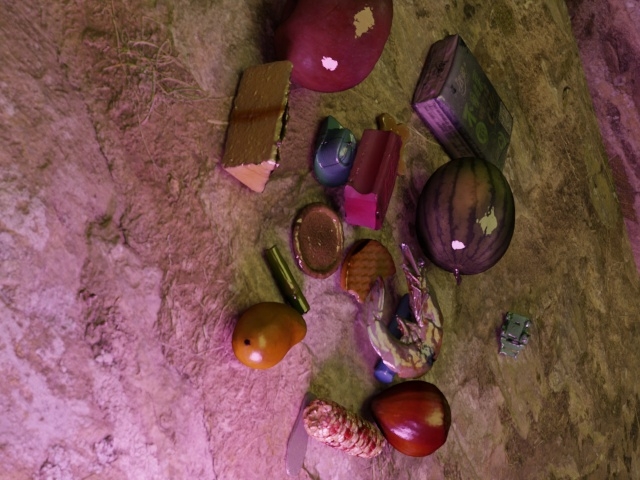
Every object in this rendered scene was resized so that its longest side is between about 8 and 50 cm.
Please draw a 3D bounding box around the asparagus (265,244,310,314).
[{"bbox_3d":[-0.078,0.091,1.636,0.179,0.041,0.045,63,20,-15],"label":"asparagus"}]

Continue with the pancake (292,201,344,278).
[{"bbox_3d":[-0.001,0.000,1.752,0.199,0.021,0.200,8,79,-49],"label":"pancake"}]

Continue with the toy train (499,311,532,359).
[{"bbox_3d":[0.646,0.312,2.404,0.149,0.099,0.081,-57,159,-46],"label":"toy train"}]

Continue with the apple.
[{"bbox_3d":[0.026,-0.496,1.676,0.234,0.305,0.306,22,65,-18],"label":"apple"}]

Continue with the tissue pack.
[{"bbox_3d":[0.462,-0.408,2.274,0.394,0.124,0.288,44,51,-35],"label":"tissue pack"}]

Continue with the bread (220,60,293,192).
[{"bbox_3d":[-0.129,-0.251,1.576,0.178,0.141,0.266,92,9,-67],"label":"bread"}]

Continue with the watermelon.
[{"bbox_3d":[0.406,-0.057,2.030,0.279,0.278,0.360,36,58,-40],"label":"watermelon"}]

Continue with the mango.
[{"bbox_3d":[-0.107,0.197,1.544,0.227,0.099,0.136,-14,90,-57],"label":"mango"}]

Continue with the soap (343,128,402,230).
[{"bbox_3d":[0.133,-0.173,1.834,0.162,0.099,0.250,71,32,-58],"label":"soap"}]

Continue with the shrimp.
[{"bbox_3d":[0.216,0.177,1.872,0.246,0.085,0.361,6,75,-32],"label":"shrimp"}]

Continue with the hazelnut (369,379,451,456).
[{"bbox_3d":[0.220,0.441,1.821,0.208,0.208,0.208,10,76,-48],"label":"hazelnut"}]

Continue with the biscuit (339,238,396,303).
[{"bbox_3d":[0.124,0.082,1.872,0.228,0.031,0.177,23,71,-50],"label":"biscuit"}]

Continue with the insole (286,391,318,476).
[{"bbox_3d":[-0.044,0.438,1.640,0.063,0.010,0.192,41,54,-38],"label":"insole"}]

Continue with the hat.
[{"bbox_3d":[0.047,-0.227,1.799,0.138,0.077,0.191,30,62,-43],"label":"hat"}]

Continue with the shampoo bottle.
[{"bbox_3d":[0.214,0.266,1.926,0.104,0.061,0.258,52,49,-25],"label":"shampoo bottle"}]

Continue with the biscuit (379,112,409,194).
[{"bbox_3d":[0.190,-0.235,2.002,0.153,0.030,0.235,24,67,-44],"label":"biscuit"}]

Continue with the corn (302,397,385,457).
[{"bbox_3d":[0.061,0.447,1.694,0.290,0.098,0.098,41,55,-47],"label":"corn"}]
